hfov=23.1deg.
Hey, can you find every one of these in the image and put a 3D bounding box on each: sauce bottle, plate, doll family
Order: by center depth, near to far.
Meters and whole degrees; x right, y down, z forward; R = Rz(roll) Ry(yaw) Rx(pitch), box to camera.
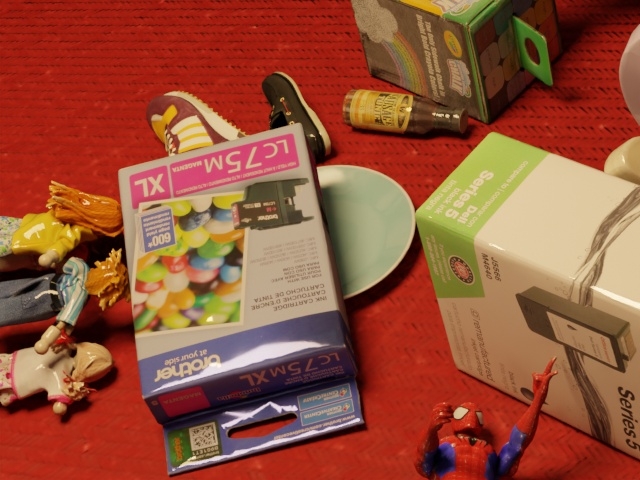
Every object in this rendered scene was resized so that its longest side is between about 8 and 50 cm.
[{"bbox_3d":[-0.255,0.034,1.469,0.163,0.118,0.263,-11,44,7],"label":"doll family"},{"bbox_3d":[0.000,0.000,1.491,0.188,0.024,0.188,-9,45,9],"label":"plate"},{"bbox_3d":[0.086,-0.128,1.579,0.128,0.042,0.042,6,48,25],"label":"sauce bottle"}]

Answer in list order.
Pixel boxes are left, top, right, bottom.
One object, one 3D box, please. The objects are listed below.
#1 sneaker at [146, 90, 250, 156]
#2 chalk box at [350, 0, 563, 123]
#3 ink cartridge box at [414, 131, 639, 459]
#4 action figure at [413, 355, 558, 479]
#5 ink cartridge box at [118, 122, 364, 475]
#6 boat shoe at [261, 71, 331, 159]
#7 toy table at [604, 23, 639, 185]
[{"bbox_3d":[-0.134,-0.091,1.593,0.084,0.069,0.185,-36,45,-26],"label":"sneaker"},{"bbox_3d":[0.156,-0.220,1.585,0.213,0.132,0.132,27,59,35],"label":"chalk box"},{"bbox_3d":[0.227,0.056,1.234,0.273,0.198,0.115,25,58,36],"label":"ink cartridge box"},{"bbox_3d":[0.118,0.177,1.161,0.092,0.139,0.280,13,25,-2],"label":"action figure"},{"bbox_3d":[-0.076,0.045,1.409,0.186,0.065,0.311,-14,56,4],"label":"ink cartridge box"},{"bbox_3d":[-0.034,-0.129,1.613,0.042,0.049,0.133,-20,47,-14],"label":"boat shoe"},{"bbox_3d":[0.350,-0.046,1.281,0.274,0.252,0.161,27,55,-2],"label":"toy table"}]
